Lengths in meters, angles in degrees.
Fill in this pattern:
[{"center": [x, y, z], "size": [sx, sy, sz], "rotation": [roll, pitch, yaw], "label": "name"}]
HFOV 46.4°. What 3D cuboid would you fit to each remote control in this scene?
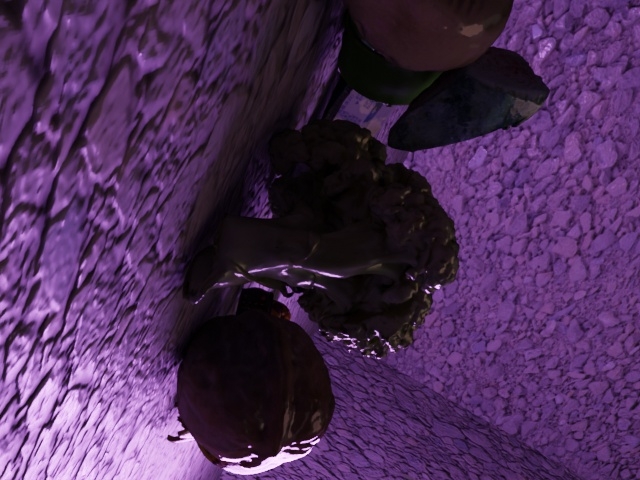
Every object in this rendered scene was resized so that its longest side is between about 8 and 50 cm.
[{"center": [-0.115, 0.177, 1.151], "size": [0.028, 0.059, 0.212], "rotation": [42, 57, -66], "label": "remote control"}]

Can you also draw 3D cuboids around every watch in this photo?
[{"center": [0.109, -0.237, 0.880], "size": [0.131, 0.165, 0.152], "rotation": [105, -1, -54], "label": "watch"}]

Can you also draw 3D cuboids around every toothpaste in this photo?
[{"center": [0.023, -0.132, 1.039], "size": [0.282, 0.068, 0.099], "rotation": [-56, 170, 13], "label": "toothpaste"}]

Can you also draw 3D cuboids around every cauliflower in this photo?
[{"center": [0.015, -0.014, 0.859], "size": [0.281, 0.327, 0.260], "rotation": [25, 77, -41], "label": "cauliflower"}]

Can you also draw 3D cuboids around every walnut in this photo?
[{"center": [-0.090, 0.206, 1.020], "size": [0.224, 0.224, 0.224], "rotation": [-59, 174, -11], "label": "walnut"}]

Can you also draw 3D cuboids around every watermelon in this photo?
[{"center": [0.152, -0.158, 0.819], "size": [0.180, 0.094, 0.081], "rotation": [-28, 127, -2], "label": "watermelon"}]

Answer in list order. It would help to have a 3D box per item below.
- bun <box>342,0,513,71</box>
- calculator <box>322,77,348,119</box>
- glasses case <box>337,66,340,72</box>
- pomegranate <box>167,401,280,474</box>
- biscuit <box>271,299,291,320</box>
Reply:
[{"center": [0.104, -0.266, 0.770], "size": [0.128, 0.178, 0.193], "rotation": [-36, -148, 57], "label": "bun"}, {"center": [0.056, -0.186, 1.184], "size": [0.248, 0.058, 0.274], "rotation": [-64, 172, 22], "label": "calculator"}, {"center": [0.045, -0.246, 0.982], "size": [0.083, 0.021, 0.032], "rotation": [-55, 170, -44], "label": "glasses case"}, {"center": [-0.135, 0.282, 1.237], "size": [0.198, 0.198, 0.246], "rotation": [-59, 142, -12], "label": "pomegranate"}, {"center": [-0.140, 0.261, 1.540], "size": [0.296, 0.075, 0.296], "rotation": [-60, 174, -11], "label": "biscuit"}]
